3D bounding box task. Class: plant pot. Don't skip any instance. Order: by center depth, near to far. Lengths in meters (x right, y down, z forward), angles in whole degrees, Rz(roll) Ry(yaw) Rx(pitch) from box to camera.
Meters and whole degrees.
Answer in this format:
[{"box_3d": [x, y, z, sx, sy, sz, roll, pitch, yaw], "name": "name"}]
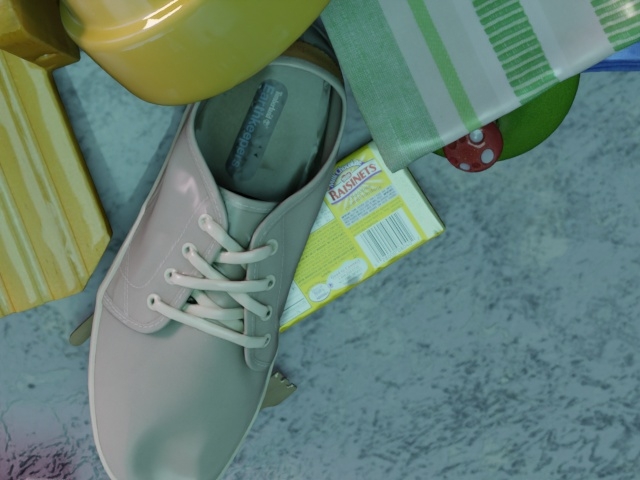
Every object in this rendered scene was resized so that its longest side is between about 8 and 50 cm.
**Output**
[{"box_3d": [-0.130, -0.267, 1.081, 0.254, 0.254, 0.239, -40, 127, 11], "name": "plant pot"}]

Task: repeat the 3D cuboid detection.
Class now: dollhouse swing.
[{"box_3d": [-0.364, -0.063, 1.173, 0.347, 0.315, 0.305, -17, 91, 3], "name": "dollhouse swing"}]

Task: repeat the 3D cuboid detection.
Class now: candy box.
[{"box_3d": [0.000, 0.000, 1.333, 0.206, 0.027, 0.105, -32, 93, 9], "name": "candy box"}]

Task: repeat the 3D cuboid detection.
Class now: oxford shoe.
[{"box_3d": [-0.090, 0.024, 1.253, 0.169, 0.130, 0.449, 17, 98, -14], "name": "oxford shoe"}]

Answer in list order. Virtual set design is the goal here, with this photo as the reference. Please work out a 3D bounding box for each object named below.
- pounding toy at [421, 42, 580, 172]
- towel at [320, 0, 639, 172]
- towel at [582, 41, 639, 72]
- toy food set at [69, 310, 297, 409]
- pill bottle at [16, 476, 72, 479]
[{"box_3d": [0.134, -0.147, 1.212, 0.183, 0.110, 0.237, 35, 124, -5], "name": "pounding toy"}, {"box_3d": [0.139, -0.234, 1.130, 0.325, 0.038, 0.248, -27, 82, 21], "name": "towel"}, {"box_3d": [0.281, -0.291, 1.208, 0.243, 0.040, 0.336, -1, 123, -4], "name": "towel"}, {"box_3d": [-0.129, 0.105, 1.376, 0.132, 0.038, 0.192, -39, 113, 19], "name": "toy food set"}, {"box_3d": [-0.430, 0.301, 1.327, 0.407, 0.229, 0.229, 1, 111, -3], "name": "pill bottle"}]
